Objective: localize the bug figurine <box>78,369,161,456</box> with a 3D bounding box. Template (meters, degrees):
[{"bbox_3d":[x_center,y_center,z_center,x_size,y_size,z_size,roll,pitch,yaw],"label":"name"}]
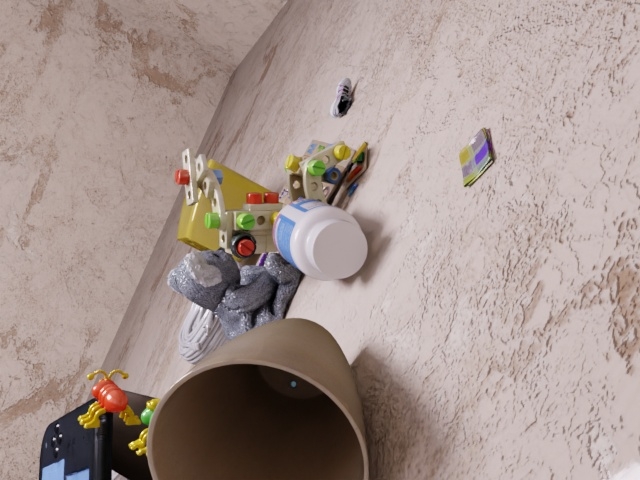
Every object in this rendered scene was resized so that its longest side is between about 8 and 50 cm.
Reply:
[{"bbox_3d":[-0.214,0.254,1.184,0.216,0.279,0.072,18,101,52],"label":"bug figurine"}]

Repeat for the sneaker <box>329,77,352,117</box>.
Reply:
[{"bbox_3d":[0.058,-0.327,1.753,0.069,0.038,0.098,7,80,70],"label":"sneaker"}]

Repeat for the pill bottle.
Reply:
[{"bbox_3d":[0.000,0.000,1.289,0.124,0.124,0.221,-62,17,1],"label":"pill bottle"}]

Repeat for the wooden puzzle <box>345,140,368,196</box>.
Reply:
[{"bbox_3d":[0.068,-0.140,1.484,0.078,0.014,0.116,-52,21,31],"label":"wooden puzzle"}]

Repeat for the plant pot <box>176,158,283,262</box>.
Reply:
[{"bbox_3d":[-0.237,-0.056,1.877,0.187,0.212,0.212,-65,18,-10],"label":"plant pot"}]

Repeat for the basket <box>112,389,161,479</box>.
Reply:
[{"bbox_3d":[-0.316,0.380,1.446,0.204,0.227,0.154,-61,18,5],"label":"basket"}]

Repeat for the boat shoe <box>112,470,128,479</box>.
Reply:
[{"bbox_3d":[-0.448,0.516,1.759,0.258,0.084,0.095,-41,8,14],"label":"boat shoe"}]

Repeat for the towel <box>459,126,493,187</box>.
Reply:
[{"bbox_3d":[0.212,-0.114,1.053,0.060,0.009,0.083,-49,22,35],"label":"towel"}]

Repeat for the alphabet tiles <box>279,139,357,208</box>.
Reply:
[{"bbox_3d":[-0.033,-0.100,1.615,0.237,0.009,0.198,-59,30,-2],"label":"alphabet tiles"}]

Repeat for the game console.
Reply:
[{"bbox_3d":[-0.413,0.478,1.272,0.342,0.060,0.386,-36,53,54],"label":"game console"}]

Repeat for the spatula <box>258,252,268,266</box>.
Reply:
[{"bbox_3d":[-0.075,-0.009,1.654,0.296,0.030,0.084,-52,3,17],"label":"spatula"}]

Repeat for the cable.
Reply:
[{"bbox_3d":[-0.238,0.167,1.770,0.257,0.089,0.257,-32,34,59],"label":"cable"}]

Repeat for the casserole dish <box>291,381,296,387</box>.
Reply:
[{"bbox_3d":[-0.079,0.288,1.234,0.114,0.037,0.188,-16,48,66],"label":"casserole dish"}]

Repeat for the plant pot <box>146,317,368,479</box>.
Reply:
[{"bbox_3d":[-0.052,0.212,0.994,0.256,0.256,0.274,-56,1,19],"label":"plant pot"}]

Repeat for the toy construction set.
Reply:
[{"bbox_3d":[-0.103,-0.081,1.431,0.151,0.327,0.215,-150,61,-72],"label":"toy construction set"}]

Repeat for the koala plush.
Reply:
[{"bbox_3d":[-0.186,0.095,1.505,0.196,0.221,0.203,-24,42,62],"label":"koala plush"}]
